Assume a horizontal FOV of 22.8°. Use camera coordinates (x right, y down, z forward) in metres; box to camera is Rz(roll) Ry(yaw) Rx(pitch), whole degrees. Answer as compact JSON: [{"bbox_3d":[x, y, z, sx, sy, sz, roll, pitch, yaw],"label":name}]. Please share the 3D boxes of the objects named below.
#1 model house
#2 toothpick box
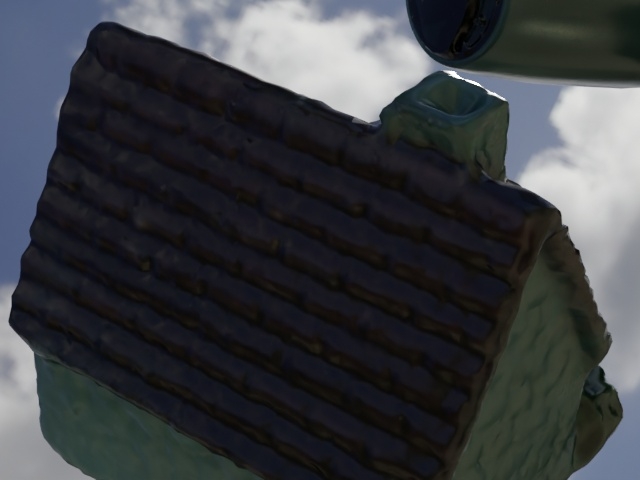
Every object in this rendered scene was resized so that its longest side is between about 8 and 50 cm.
[{"bbox_3d":[0.000,0.000,0.767,0.230,0.280,0.248,-37,-39,-42],"label":"model house"},{"bbox_3d":[0.146,-0.154,0.983,0.184,0.120,0.120,-5,-62,-36],"label":"toothpick box"}]
